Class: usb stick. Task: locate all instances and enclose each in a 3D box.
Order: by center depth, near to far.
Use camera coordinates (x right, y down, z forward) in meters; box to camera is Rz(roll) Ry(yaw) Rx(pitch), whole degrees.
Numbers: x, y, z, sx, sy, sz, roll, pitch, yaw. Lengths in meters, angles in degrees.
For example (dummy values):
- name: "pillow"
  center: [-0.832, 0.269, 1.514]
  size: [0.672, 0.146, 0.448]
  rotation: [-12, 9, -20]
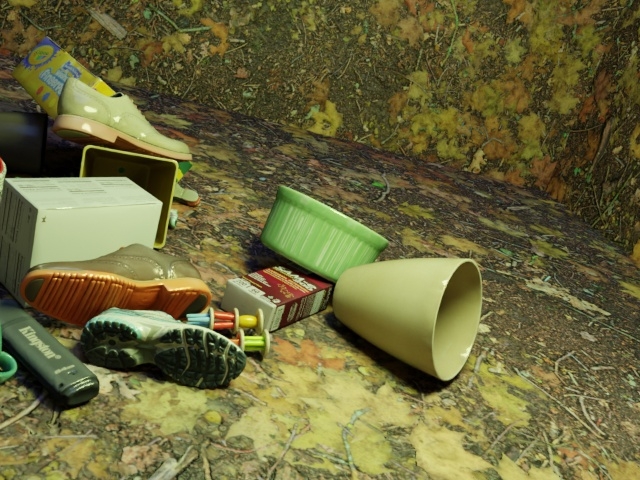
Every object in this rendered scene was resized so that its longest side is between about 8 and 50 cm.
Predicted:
- name: "usb stick"
  center: [-0.464, 0.177, 1.124]
  size: [0.278, 0.045, 0.077]
  rotation: [31, 23, 31]

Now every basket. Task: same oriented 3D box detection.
- name: "basket"
  center: [-0.849, -0.266, 1.814]
  size: [0.227, 0.154, 0.204]
  rotation: [4, 41, -19]

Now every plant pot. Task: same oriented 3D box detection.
- name: "plant pot"
  center: [0.173, 0.145, 1.490]
  size: [0.274, 0.256, 0.256]
  rotation: [10, 14, 32]
- name: "plant pot"
  center: [-0.479, -0.116, 1.663]
  size: [0.212, 0.212, 0.187]
  rotation: [8, 9, -22]

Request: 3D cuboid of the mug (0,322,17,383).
- name: "mug"
  center: [-0.522, 0.159, 1.004]
  size: [0.158, 0.129, 0.097]
  rotation: [6, 26, -28]

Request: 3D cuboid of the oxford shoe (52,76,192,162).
- name: "oxford shoe"
  center: [-0.459, -0.281, 1.683]
  size: [0.141, 0.146, 0.397]
  rotation: [-1, -9, 31]

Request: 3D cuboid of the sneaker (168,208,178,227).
- name: "sneaker"
  center: [-0.409, -0.061, 1.797]
  size: [0.069, 0.038, 0.098]
  rotation: [10, 12, -16]

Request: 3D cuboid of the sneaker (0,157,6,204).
- name: "sneaker"
  center: [-0.753, -0.142, 1.567]
  size: [0.090, 0.145, 0.270]
  rotation: [9, 22, -22]

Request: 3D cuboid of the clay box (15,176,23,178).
- name: "clay box"
  center: [-0.571, -0.048, 1.499]
  size: [0.222, 0.127, 0.053]
  rotation: [15, 20, -5]

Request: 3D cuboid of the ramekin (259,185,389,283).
- name: "ramekin"
  center: [0.000, 0.000, 1.680]
  size: [0.303, 0.148, 0.303]
  rotation: [27, -1, 0]

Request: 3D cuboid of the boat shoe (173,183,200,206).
- name: "boat shoe"
  center: [-0.405, -0.134, 1.976]
  size: [0.137, 0.049, 0.043]
  rotation: [21, -22, 16]

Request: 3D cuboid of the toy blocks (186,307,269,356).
- name: "toy blocks"
  center: [-0.182, 0.177, 1.337]
  size: [0.148, 0.054, 0.123]
  rotation: [3, 29, -18]

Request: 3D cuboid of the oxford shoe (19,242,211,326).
- name: "oxford shoe"
  center: [-0.387, 0.075, 1.297]
  size: [0.364, 0.130, 0.132]
  rotation: [11, 38, -44]

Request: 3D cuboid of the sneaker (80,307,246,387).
- name: "sneaker"
  center: [-0.266, 0.170, 1.217]
  size: [0.283, 0.110, 0.122]
  rotation: [15, 17, -6]

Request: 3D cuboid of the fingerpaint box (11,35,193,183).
- name: "fingerpaint box"
  center: [-0.618, -0.339, 1.931]
  size: [0.445, 0.163, 0.371]
  rotation: [38, -5, 43]

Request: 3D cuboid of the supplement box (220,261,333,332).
- name: "supplement box"
  center: [-0.091, 0.122, 1.527]
  size: [0.130, 0.073, 0.239]
  rotation: [27, 22, 26]

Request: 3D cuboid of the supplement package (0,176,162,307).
- name: "supplement package"
  center: [-0.475, -0.005, 1.353]
  size: [0.145, 0.204, 0.262]
  rotation: [32, 25, 36]
